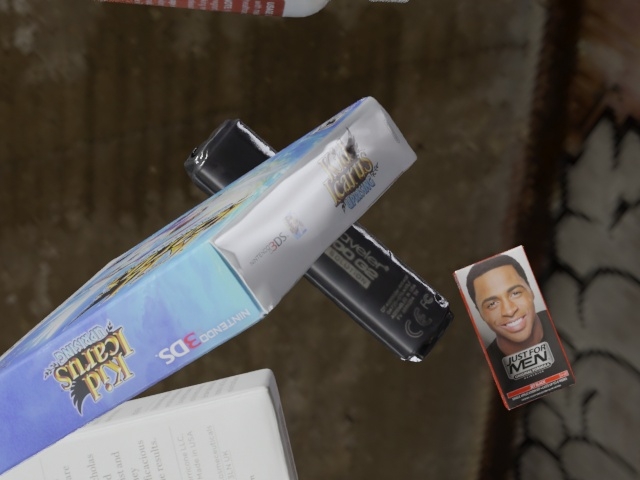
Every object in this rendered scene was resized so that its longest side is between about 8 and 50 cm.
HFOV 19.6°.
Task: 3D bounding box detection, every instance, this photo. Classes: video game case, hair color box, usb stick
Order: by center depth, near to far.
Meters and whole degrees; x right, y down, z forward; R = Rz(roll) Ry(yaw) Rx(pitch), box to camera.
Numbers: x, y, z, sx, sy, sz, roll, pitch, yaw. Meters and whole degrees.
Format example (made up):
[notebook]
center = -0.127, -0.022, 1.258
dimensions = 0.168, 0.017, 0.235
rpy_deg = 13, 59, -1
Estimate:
[video game case]
center = -0.093, 0.029, 1.204
dimensions = 0.269, 0.061, 0.244
rpy_deg = -32, 9, 33
[usb stick]
center = 0.000, 0.000, 1.656
dimensions = 0.278, 0.045, 0.077
rpy_deg = 41, -118, -6
[hair color box]
center = 0.184, 0.083, 1.760
dimensions = 0.072, 0.141, 0.043
rpy_deg = -22, -4, 2

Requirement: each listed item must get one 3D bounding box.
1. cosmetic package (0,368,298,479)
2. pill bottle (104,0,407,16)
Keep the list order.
[cosmetic package]
center = -0.247, 0.253, 1.717
dimensions = 0.453, 0.230, 0.161
rpy_deg = -13, -90, 0
[pill bottle]
center = -0.053, -0.188, 1.037
dimensions = 0.216, 0.121, 0.121
rpy_deg = 5, -59, -5
